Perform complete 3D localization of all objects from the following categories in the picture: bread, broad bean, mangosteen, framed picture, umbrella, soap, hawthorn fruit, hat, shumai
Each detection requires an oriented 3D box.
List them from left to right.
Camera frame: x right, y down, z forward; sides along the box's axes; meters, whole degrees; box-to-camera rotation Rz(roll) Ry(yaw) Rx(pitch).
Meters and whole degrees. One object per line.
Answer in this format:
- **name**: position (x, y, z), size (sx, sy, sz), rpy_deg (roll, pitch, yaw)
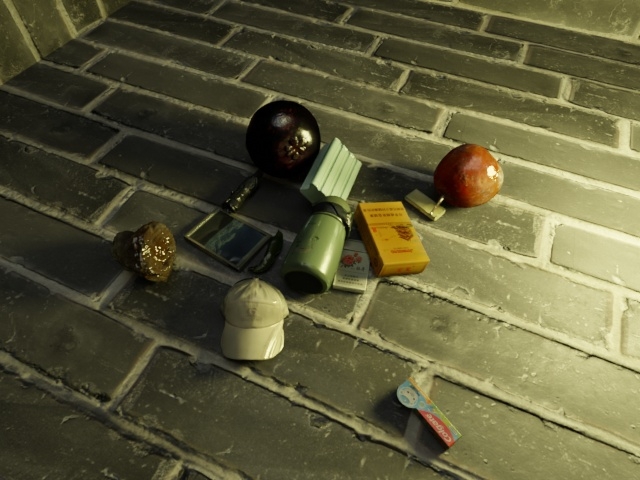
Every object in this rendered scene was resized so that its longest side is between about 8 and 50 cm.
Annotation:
- **shumai**: position (-0.580, 0.060, 1.445), size (0.185, 0.184, 0.218), rpy_deg (-28, 63, 22)
- **framed picture**: position (-0.327, -0.009, 1.564), size (0.260, 0.023, 0.189), rpy_deg (28, 54, 20)
- **umbrella**: position (-0.284, -0.191, 1.678), size (0.066, 0.059, 0.235), rpy_deg (32, 53, 5)
- **hat**: position (-0.211, 0.233, 1.307), size (0.220, 0.164, 0.226), rpy_deg (1, 31, 2)
- **broad bean**: position (-0.171, 0.041, 1.510), size (0.061, 0.046, 0.195), rpy_deg (27, 58, 15)
- **mangosteen**: position (-0.140, -0.390, 1.707), size (0.297, 0.297, 0.313), rpy_deg (1, 15, 0)
- **soap**: position (0.043, -0.239, 1.657), size (0.160, 0.087, 0.265), rpy_deg (42, 51, -24)
- **bread**: position (0.392, -0.135, 1.663), size (0.068, 0.028, 0.154), rpy_deg (-35, 60, -24)
- **hawthorn fruit**: position (0.523, -0.239, 1.619), size (0.263, 0.231, 0.235), rpy_deg (2, 27, -2)

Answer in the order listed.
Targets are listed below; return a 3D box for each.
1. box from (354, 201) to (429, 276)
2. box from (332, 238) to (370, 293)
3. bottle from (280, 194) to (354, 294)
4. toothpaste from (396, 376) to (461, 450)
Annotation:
- **box**: position (0.237, -0.011, 1.516), size (0.174, 0.076, 0.274), rpy_deg (-4, 52, -17)
- **box**: position (0.111, 0.082, 1.491), size (0.109, 0.029, 0.198), rpy_deg (10, 54, 6)
- **bottle**: position (0.002, 0.000, 1.463), size (0.168, 0.168, 0.347), rpy_deg (15, 55, 11)
- **toothpaste**: position (0.281, 0.469, 1.187), size (0.070, 0.044, 0.193), rpy_deg (-31, 59, -20)
